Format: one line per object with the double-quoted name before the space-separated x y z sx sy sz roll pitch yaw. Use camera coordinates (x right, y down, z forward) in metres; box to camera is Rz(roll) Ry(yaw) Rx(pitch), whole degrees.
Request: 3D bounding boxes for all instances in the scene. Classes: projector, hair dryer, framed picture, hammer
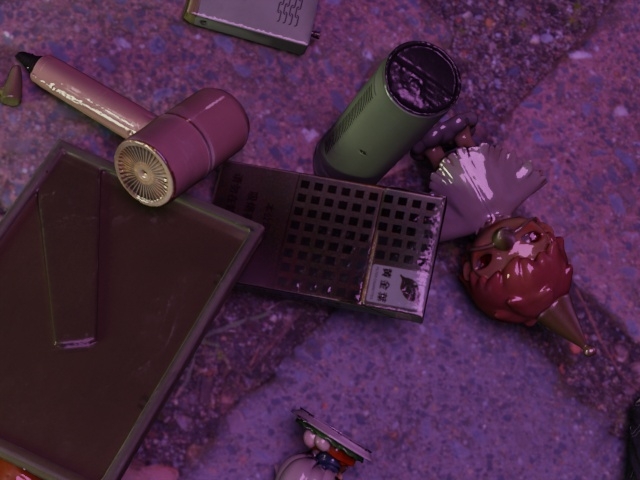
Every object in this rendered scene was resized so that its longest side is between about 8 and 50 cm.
"projector" 0.082 -0.158 1.783 0.108 0.337 0.108 4 73 -15
"hair dryer" -0.282 -0.193 1.830 0.344 0.106 0.189 32 45 16
"framed picture" -0.313 0.089 1.710 0.326 0.028 0.446 24 58 10
"hammer" -0.517 -0.225 1.836 0.195 0.028 0.060 2 68 -10

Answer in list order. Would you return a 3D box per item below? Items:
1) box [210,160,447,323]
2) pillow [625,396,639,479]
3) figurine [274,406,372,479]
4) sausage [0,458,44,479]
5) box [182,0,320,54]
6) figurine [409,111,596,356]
"box" 0.001 -0.001 1.823 0.325 0.047 0.180 10 71 10
"pillow" 0.494 0.357 1.853 0.161 0.092 0.335 20 70 -2
"figurine" -0.021 0.315 1.749 0.132 0.132 0.153 32 84 -2
"sausage" -0.384 0.324 1.653 0.133 0.133 0.258 32 71 -2
"box" -0.079 -0.424 1.978 0.211 0.045 0.270 13 72 -8
"figurine" 0.260 0.007 1.866 0.207 0.166 0.387 -27 78 -1
